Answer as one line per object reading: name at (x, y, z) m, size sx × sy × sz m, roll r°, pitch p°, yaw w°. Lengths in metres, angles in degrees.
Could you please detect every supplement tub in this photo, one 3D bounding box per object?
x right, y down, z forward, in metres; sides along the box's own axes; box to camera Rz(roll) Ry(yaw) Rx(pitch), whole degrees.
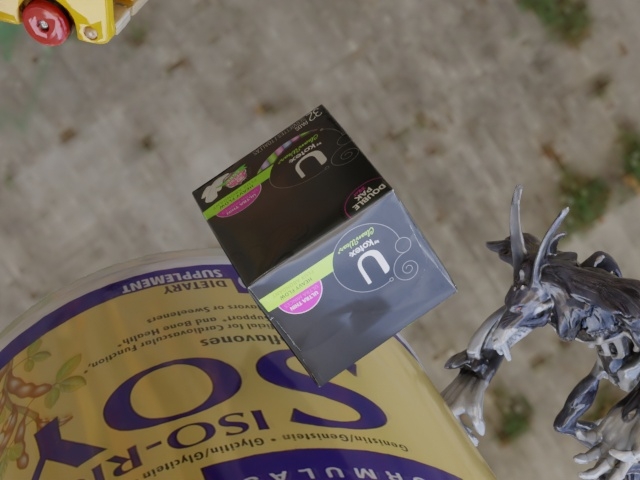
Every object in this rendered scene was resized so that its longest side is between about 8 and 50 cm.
supplement tub at (-0.023, 0.170, 0.660) m, size 0.241 × 0.241 × 0.331 m, roll -34°, pitch -151°, yaw 0°

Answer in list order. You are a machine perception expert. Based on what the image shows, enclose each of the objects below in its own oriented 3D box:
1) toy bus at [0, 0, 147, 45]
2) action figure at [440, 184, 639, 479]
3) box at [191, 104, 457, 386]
toy bus at (-0.175, -0.183, 0.945) m, size 0.202 × 0.104 × 0.191 m, roll -15°, pitch -137°, yaw -19°
action figure at (0.172, 0.098, 1.173) m, size 0.141 × 0.275 × 0.164 m, roll -48°, pitch -144°, yaw -18°
box at (0.000, 0.000, 0.634) m, size 0.062 × 0.052 × 0.083 m, roll -34°, pitch -149°, yaw 0°
